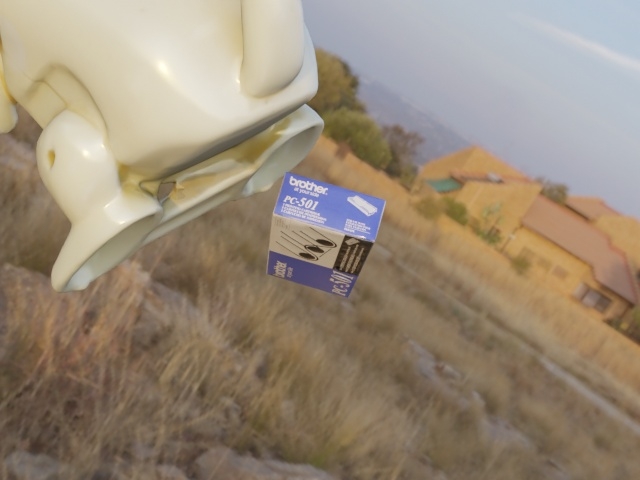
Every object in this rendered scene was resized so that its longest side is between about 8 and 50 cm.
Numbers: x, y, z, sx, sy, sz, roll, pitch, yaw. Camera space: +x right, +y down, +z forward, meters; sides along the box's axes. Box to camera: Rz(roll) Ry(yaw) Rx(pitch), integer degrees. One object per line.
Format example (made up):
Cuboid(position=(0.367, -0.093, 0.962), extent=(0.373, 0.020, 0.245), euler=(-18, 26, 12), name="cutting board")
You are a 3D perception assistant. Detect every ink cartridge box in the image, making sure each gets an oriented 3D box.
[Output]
Cuboid(position=(0.000, 0.000, 0.906), extent=(0.097, 0.046, 0.207), euler=(16, -18, 0), name="ink cartridge box")

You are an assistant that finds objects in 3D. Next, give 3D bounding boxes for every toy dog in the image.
Cuboid(position=(-0.205, -0.214, 0.767), extent=(0.408, 0.284, 0.395), euler=(55, -22, 5), name="toy dog")
